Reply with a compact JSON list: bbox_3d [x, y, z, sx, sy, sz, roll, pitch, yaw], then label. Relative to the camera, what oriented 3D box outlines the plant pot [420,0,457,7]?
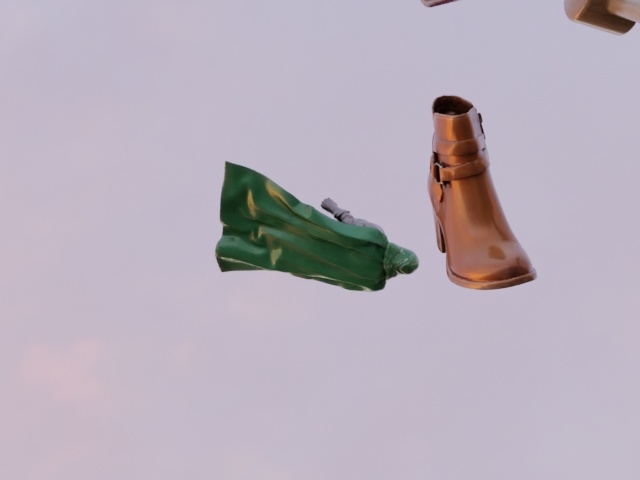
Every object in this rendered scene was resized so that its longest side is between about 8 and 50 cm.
[{"bbox_3d":[0.128,-0.256,1.285,0.180,0.201,0.201,-25,-42,10],"label":"plant pot"}]

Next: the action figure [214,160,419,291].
[{"bbox_3d":[0.000,0.000,2.011,0.232,0.063,0.137,17,-56,24],"label":"action figure"}]

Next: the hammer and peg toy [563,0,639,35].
[{"bbox_3d":[0.372,-0.319,1.657,0.127,0.266,0.361,13,-67,-25],"label":"hammer and peg toy"}]

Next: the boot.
[{"bbox_3d":[0.141,-0.045,1.730,0.073,0.197,0.152,-11,-69,-16],"label":"boot"}]
